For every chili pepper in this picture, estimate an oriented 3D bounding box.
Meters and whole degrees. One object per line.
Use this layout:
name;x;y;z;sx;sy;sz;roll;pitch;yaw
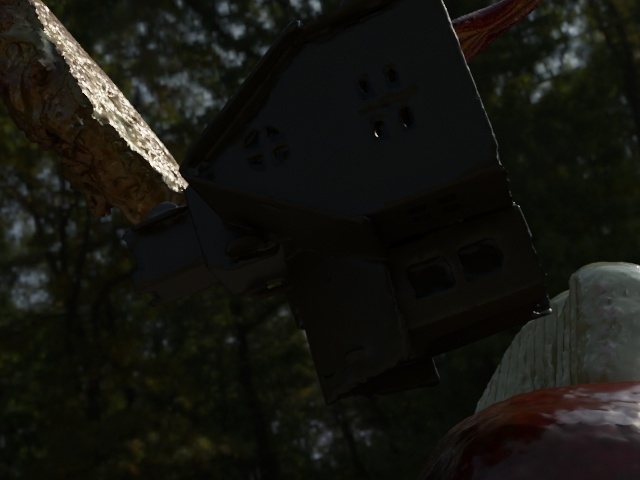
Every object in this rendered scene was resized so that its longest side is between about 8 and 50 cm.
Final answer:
chili pepper;0.131;-0.182;1.035;0.178;0.045;0.027;-34;17;-6

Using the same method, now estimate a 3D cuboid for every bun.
bun;0.247;0.211;0.997;0.219;0.365;0.365;21;-32;-6

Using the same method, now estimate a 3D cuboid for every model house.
model house;0.000;0.000;0.735;0.243;0.204;0.211;-20;-24;8

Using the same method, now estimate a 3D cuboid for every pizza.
pizza;-0.212;-0.103;1.016;0.086;0.335;0.226;-38;2;4

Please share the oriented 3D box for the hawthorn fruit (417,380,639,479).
hawthorn fruit;0.190;0.210;0.659;0.300;0.254;0.254;10;-27;-2
